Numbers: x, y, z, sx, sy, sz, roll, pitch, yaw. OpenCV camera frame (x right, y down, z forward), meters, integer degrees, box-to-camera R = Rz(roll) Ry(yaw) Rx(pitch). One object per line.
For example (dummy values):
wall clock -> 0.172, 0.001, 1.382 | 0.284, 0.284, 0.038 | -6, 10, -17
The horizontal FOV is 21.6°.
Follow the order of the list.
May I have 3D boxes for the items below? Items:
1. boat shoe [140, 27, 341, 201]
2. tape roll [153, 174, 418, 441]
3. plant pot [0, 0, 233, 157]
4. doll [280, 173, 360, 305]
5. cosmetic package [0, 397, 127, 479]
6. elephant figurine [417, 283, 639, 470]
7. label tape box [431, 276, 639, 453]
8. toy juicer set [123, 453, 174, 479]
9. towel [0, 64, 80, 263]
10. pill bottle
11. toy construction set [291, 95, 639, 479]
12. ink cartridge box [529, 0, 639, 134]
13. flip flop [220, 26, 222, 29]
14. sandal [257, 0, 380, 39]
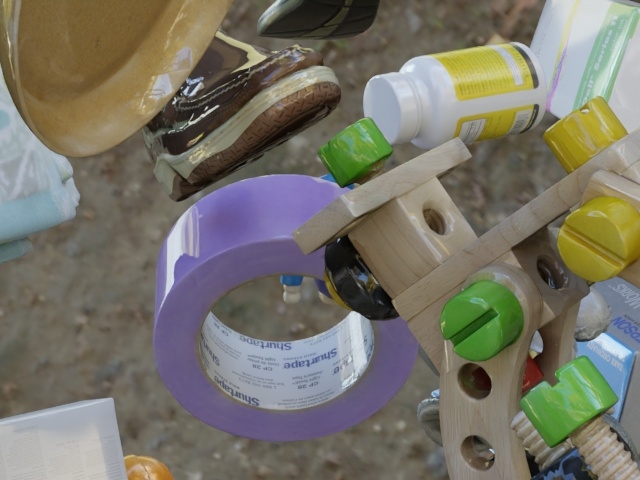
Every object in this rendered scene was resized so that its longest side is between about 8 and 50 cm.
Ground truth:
boat shoe -> -0.070, -0.089, 1.039 | 0.095, 0.095, 0.257 | -29, 2, -23
tape roll -> -0.026, 0.051, 1.211 | 0.189, 0.189, 0.080 | -34, 32, 19
plant pot -> -0.089, -0.154, 0.811 | 0.032, 0.236, 0.236 | 24, 85, 16
doll -> 0.000, 0.000, 1.460 | 0.046, 0.189, 0.129 | 23, 74, 25
cosmetic package -> -0.272, 0.196, 1.325 | 0.060, 0.239, 0.098 | -14, 87, 57
elephant figurine -> 0.158, 0.118, 1.357 | 0.169, 0.239, 0.186 | -20, 52, -3
label tape box -> 0.290, 0.088, 1.570 | 0.334, 0.106, 0.240 | -20, 24, -15
toy juicer set -> -0.102, 0.327, 1.500 | 0.089, 0.329, 0.209 | -33, 26, 21
towel -> -0.353, -0.115, 1.140 | 0.090, 0.374, 0.320 | -24, 86, 36
pill bottle -> 0.090, -0.096, 1.137 | 0.065, 0.116, 0.065 | 30, 125, 53
toy construction set -> 0.138, -0.008, 0.847 | 0.309, 0.257, 0.237 | -31, 77, -25
ink cartridge box -> 0.311, -0.149, 1.540 | 0.353, 0.207, 0.119 | -118, 45, -75
flip flop -> -0.259, -0.320, 2.195 | 0.277, 0.112, 0.080 | 23, 111, 11
sandal -> 0.015, -0.296, 1.817 | 0.303, 0.120, 0.086 | 130, 137, -61
